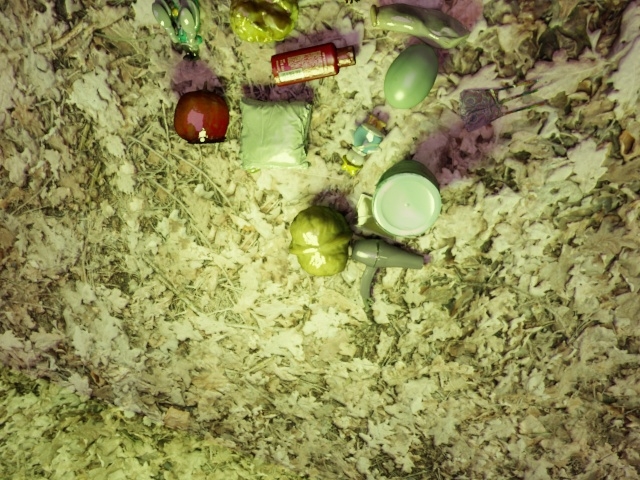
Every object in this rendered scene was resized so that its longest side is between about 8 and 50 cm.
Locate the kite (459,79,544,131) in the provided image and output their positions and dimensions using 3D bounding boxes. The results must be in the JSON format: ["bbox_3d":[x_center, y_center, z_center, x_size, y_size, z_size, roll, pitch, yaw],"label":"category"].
[{"bbox_3d":[0.650,-0.496,1.679,0.285,0.015,0.152,-10,113,19],"label":"kite"}]

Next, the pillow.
[{"bbox_3d":[-0.180,-0.417,1.825,0.309,0.138,0.284,4,108,12],"label":"pillow"}]

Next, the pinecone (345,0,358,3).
[{"bbox_3d":[0.095,-0.873,1.598,0.109,0.102,0.102,31,116,10],"label":"pinecone"}]

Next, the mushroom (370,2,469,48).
[{"bbox_3d":[0.338,-0.743,1.599,0.351,0.097,0.110,21,94,7],"label":"mushroom"}]

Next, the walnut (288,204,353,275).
[{"bbox_3d":[0.000,-0.002,1.896,0.253,0.277,0.282,11,104,2],"label":"walnut"}]

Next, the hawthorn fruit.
[{"bbox_3d":[-0.466,-0.496,1.823,0.215,0.215,0.250,16,117,5],"label":"hawthorn fruit"}]

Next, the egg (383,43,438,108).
[{"bbox_3d":[0.318,-0.574,1.632,0.168,0.168,0.231,30,109,-2],"label":"egg"}]

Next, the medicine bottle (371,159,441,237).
[{"bbox_3d":[0.321,-0.173,1.738,0.244,0.290,0.245,4,113,9],"label":"medicine bottle"}]

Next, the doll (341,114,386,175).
[{"bbox_3d":[0.159,-0.363,1.798,0.135,0.099,0.241,20,119,-22],"label":"doll"}]

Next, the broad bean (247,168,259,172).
[{"bbox_3d":[-0.276,-0.315,1.946,0.063,0.045,0.083,40,108,6],"label":"broad bean"}]

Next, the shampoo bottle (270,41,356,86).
[{"bbox_3d":[-0.027,-0.657,1.723,0.313,0.076,0.118,-7,110,15],"label":"shampoo bottle"}]

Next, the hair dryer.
[{"bbox_3d":[0.258,0.162,2.017,0.300,0.121,0.361,12,125,-2],"label":"hair dryer"}]

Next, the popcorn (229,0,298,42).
[{"bbox_3d":[-0.203,-0.790,1.613,0.236,0.251,0.206,14,121,10],"label":"popcorn"}]

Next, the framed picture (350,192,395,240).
[{"bbox_3d":[0.241,-0.098,1.938,0.203,0.015,0.150,21,116,3],"label":"framed picture"}]

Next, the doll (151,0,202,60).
[{"bbox_3d":[-0.501,-0.809,1.722,0.194,0.153,0.258,-12,115,32],"label":"doll"}]
